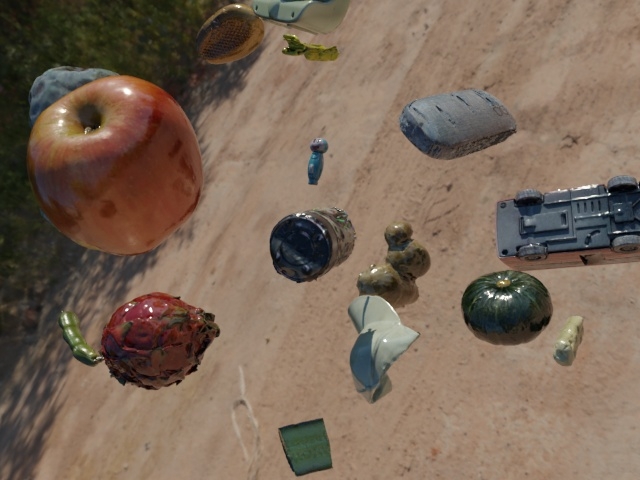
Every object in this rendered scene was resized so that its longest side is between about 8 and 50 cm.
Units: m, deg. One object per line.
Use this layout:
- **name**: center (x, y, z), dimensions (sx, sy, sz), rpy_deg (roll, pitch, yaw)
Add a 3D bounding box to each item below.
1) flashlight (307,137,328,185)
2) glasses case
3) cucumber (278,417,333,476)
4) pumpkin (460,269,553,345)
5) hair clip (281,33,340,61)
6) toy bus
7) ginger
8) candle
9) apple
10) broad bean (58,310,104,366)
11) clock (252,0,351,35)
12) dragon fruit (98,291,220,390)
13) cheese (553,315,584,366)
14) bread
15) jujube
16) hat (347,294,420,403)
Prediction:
- **flashlight**: center (-0.008, -0.211, 1.593), dimensions (0.051, 0.051, 0.129), rpy_deg (5, 87, 56)
- **glasses case**: center (0.235, -0.195, 0.988), dimensions (0.109, 0.282, 0.067), rpy_deg (52, 132, 18)
- **cucumber**: center (-0.034, 0.483, 1.389), dimensions (0.062, 0.115, 0.117), rpy_deg (122, 137, -72)
- **pumpkin**: center (0.440, 0.160, 1.407), dimensions (0.211, 0.152, 0.212), rpy_deg (-4, 28, 2)
- **hair clip**: center (-0.016, -0.438, 1.369), dimensions (0.072, 0.173, 0.046), rpy_deg (20, 109, 30)
- **toy bus**: center (0.725, -0.028, 1.670), dimensions (0.426, 0.233, 0.203), rpy_deg (-7, 68, 29)
- **ginger**: center (0.267, 0.092, 2.039), dimensions (0.304, 0.244, 0.155), rpy_deg (-64, 18, -6)
- **candle**: center (0.000, 0.000, 1.654), dimensions (0.187, 0.187, 0.330), rpy_deg (-41, -8, 22)
- **apple**: center (-0.281, -0.094, 0.853), dimensions (0.241, 0.241, 0.242), rpy_deg (-8, 53, 11)
- **broad bean**: center (-0.567, 0.228, 1.385), dimensions (0.052, 0.052, 0.256), rpy_deg (-32, 35, -23)
- **clock**: center (-0.009, -0.335, 0.666), dimensions (0.151, 0.062, 0.191), rpy_deg (39, 117, 53)
- **dragon fruit**: center (-0.405, 0.249, 1.501), dimensions (0.298, 0.245, 0.244), rpy_deg (-14, 30, -12)
- **cheese**: center (0.560, 0.221, 1.330), dimensions (0.043, 0.194, 0.065), rpy_deg (6, 104, 31)
- **bread**: center (-0.206, -0.475, 1.366), dimensions (0.189, 0.114, 0.077), rpy_deg (-15, 38, 35)
- **jujube**: center (-0.433, -0.168, 1.115), dimensions (0.226, 0.225, 0.317), rpy_deg (13, 107, 58)
- **hat**: center (0.138, 0.301, 1.729), dimensions (0.301, 0.167, 0.258), rpy_deg (58, 142, 41)
